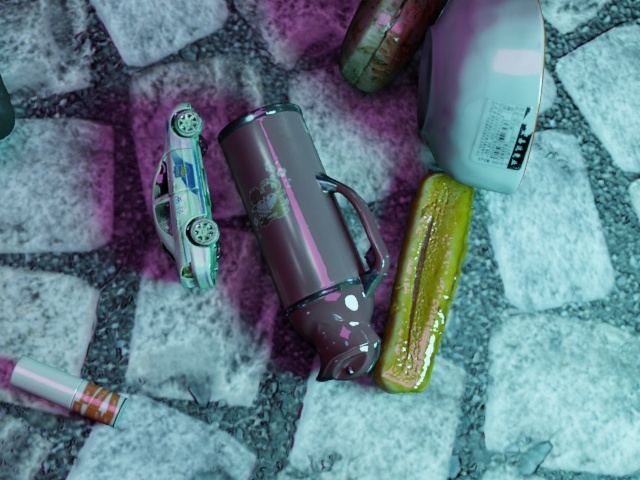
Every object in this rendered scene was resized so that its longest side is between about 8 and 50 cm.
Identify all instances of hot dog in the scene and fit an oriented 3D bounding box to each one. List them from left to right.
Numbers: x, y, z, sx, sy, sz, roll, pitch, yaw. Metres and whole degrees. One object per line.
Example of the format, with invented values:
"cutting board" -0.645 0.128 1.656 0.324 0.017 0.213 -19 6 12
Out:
"hot dog" 0.123 0.051 1.375 0.088 0.061 0.285 20 71 0

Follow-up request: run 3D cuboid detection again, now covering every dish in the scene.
"dish" 0.180 -0.185 1.351 0.117 0.256 0.256 4 74 -2

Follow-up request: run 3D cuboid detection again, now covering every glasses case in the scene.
"glasses case" 0.148 -0.374 1.451 0.098 0.156 0.425 30 73 -2

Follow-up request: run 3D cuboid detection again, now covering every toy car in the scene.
"toy car" -0.164 -0.054 1.361 0.076 0.090 0.224 -9 75 -3

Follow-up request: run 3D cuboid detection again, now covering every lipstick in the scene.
"lipstick" -0.288 0.173 1.307 0.131 0.038 0.038 23 73 1

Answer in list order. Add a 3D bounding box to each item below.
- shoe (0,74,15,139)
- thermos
"shoe" -0.472 -0.135 1.308 0.237 0.171 0.384 -5 67 -3
"thermos" -0.002 0.003 1.348 0.136 0.109 0.330 -21 77 -3
